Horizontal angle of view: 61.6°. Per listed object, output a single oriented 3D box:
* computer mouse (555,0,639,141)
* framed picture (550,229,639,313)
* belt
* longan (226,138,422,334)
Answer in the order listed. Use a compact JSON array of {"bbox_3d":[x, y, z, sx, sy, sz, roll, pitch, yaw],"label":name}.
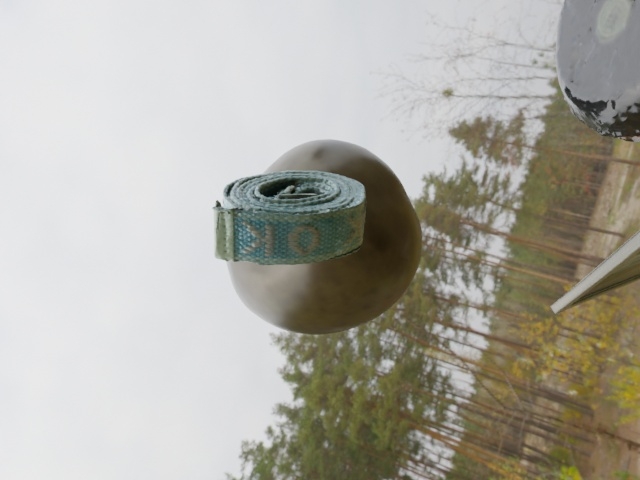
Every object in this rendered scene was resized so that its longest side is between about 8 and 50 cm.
[{"bbox_3d":[0.283,-0.198,0.343,0.323,0.116,0.183,120,146,-57],"label":"computer mouse"},{"bbox_3d":[0.388,-0.005,0.596,0.189,0.023,0.260,-17,-26,-17],"label":"framed picture"},{"bbox_3d":[-0.030,-0.026,0.606,0.148,0.162,0.082,-91,6,-66],"label":"belt"},{"bbox_3d":[0.000,0.000,0.964,0.361,0.360,0.361,-50,-32,-47],"label":"longan"}]
